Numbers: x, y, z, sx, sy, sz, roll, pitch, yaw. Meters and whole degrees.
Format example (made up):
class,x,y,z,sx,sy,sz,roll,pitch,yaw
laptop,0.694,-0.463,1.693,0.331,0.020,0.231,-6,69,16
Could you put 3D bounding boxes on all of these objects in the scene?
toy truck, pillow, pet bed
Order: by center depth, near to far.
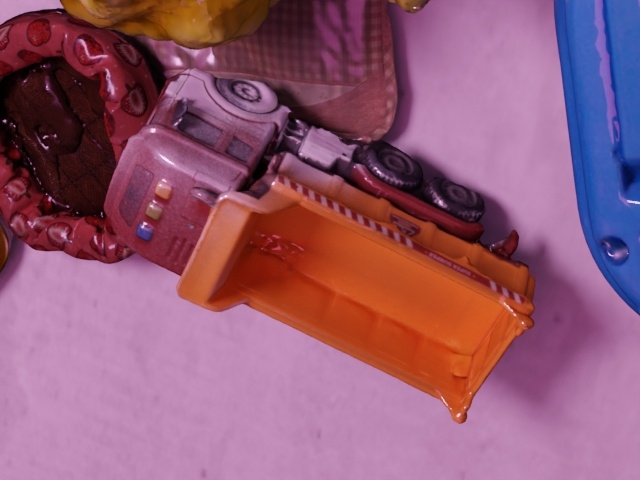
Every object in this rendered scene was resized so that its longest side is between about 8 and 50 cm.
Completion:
class,x,y,z,sx,sy,sz,roll,pitch,yaw
toy truck,0.000,0.000,0.940,0.270,0.135,0.114,26,126,-4
pillow,-0.048,-0.135,0.988,0.211,0.034,0.135,5,115,24
pet bed,-0.185,-0.073,1.053,0.201,0.053,0.201,19,128,27

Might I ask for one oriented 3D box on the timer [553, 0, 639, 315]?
class,x,y,z,sx,sy,sz,roll,pitch,yaw
timer,0.300,-0.083,0.805,0.340,0.115,0.309,-2,107,26

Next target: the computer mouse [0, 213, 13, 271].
class,x,y,z,sx,sy,sz,roll,pitch,yaw
computer mouse,-0.348,-0.051,1.149,0.245,0.056,0.126,46,121,3

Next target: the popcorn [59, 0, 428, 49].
class,x,y,z,sx,sy,sz,roll,pitch,yaw
popcorn,-0.094,-0.247,0.824,0.279,0.274,0.335,-21,101,32
